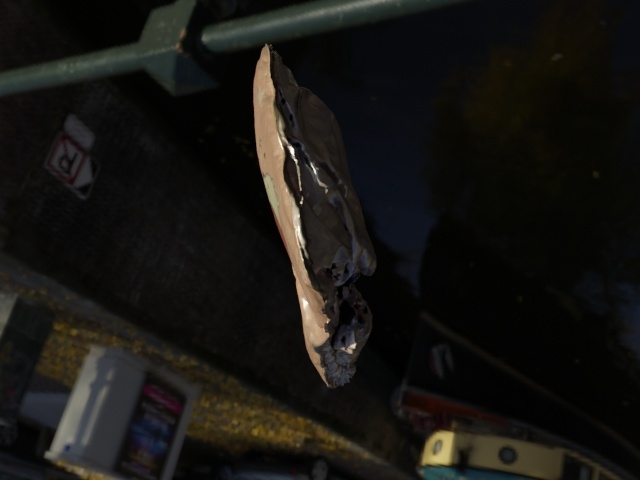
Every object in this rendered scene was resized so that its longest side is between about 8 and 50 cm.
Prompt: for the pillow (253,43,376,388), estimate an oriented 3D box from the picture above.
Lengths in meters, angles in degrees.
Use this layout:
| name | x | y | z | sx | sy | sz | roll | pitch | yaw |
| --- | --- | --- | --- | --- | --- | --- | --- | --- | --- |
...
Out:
| name | x | y | z | sx | sy | sz | roll | pitch | yaw |
| --- | --- | --- | --- | --- | --- | --- | --- | --- | --- |
| pillow | 0.000 | 0.000 | 0.518 | 0.049 | 0.135 | 0.248 | -14 | 159 | -3 |
